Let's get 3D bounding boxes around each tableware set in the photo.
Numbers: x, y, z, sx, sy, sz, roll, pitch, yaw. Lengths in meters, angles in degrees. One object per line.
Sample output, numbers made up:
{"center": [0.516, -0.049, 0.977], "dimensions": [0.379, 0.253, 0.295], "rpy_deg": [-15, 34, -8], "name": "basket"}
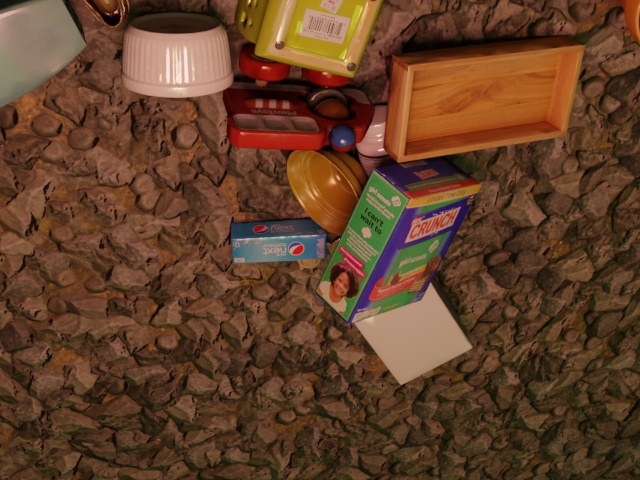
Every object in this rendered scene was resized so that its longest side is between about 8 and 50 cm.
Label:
{"center": [0.000, 0.000, 2.040], "dimensions": [0.168, 0.020, 0.141], "rpy_deg": [-15, 122, 3], "name": "tableware set"}

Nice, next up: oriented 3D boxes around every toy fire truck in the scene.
{"center": [-0.039, -0.241, 1.705], "dimensions": [0.302, 0.254, 0.169], "rpy_deg": [2, 125, -16], "name": "toy fire truck"}

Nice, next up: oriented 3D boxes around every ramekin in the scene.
{"center": [-0.261, -0.343, 1.621], "dimensions": [0.207, 0.207, 0.109], "rpy_deg": [-3, 117, -11], "name": "ramekin"}

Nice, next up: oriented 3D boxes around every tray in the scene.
{"center": [0.330, -0.291, 1.805], "dimensions": [0.410, 0.076, 0.203], "rpy_deg": [-10, 124, -21], "name": "tray"}

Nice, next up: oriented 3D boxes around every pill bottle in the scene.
{"center": [0.134, -0.183, 1.881], "dimensions": [0.108, 0.108, 0.194], "rpy_deg": [-16, 127, -1], "name": "pill bottle"}

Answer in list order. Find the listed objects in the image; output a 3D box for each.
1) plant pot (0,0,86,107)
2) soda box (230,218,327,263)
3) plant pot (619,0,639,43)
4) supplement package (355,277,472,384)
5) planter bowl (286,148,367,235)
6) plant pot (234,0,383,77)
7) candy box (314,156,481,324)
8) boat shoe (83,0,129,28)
{"center": [-0.546, -0.359, 1.573], "dimensions": [0.234, 0.165, 0.166], "rpy_deg": [-26, 128, -2], "name": "plant pot"}
{"center": [-0.092, 0.001, 1.975], "dimensions": [0.210, 0.071, 0.067], "rpy_deg": [-2, 123, -4], "name": "soda box"}
{"center": [0.665, -0.486, 1.726], "dimensions": [0.205, 0.188, 0.205], "rpy_deg": [-7, 127, -9], "name": "plant pot"}
{"center": [0.209, 0.183, 2.145], "dimensions": [0.204, 0.145, 0.262], "rpy_deg": [-29, 126, 9], "name": "supplement package"}
{"center": [0.035, -0.122, 1.886], "dimensions": [0.090, 0.217, 0.217], "rpy_deg": [-39, 134, -29], "name": "planter bowl"}
{"center": [-0.012, -0.428, 1.607], "dimensions": [0.228, 0.207, 0.227], "rpy_deg": [9, 123, -20], "name": "plant pot"}
{"center": [0.162, -0.004, 1.846], "dimensions": [0.268, 0.122, 0.317], "rpy_deg": [-13, 134, -48], "name": "candy box"}
{"center": [-0.407, -0.485, 1.545], "dimensions": [0.095, 0.095, 0.257], "rpy_deg": [-26, 127, 7], "name": "boat shoe"}
